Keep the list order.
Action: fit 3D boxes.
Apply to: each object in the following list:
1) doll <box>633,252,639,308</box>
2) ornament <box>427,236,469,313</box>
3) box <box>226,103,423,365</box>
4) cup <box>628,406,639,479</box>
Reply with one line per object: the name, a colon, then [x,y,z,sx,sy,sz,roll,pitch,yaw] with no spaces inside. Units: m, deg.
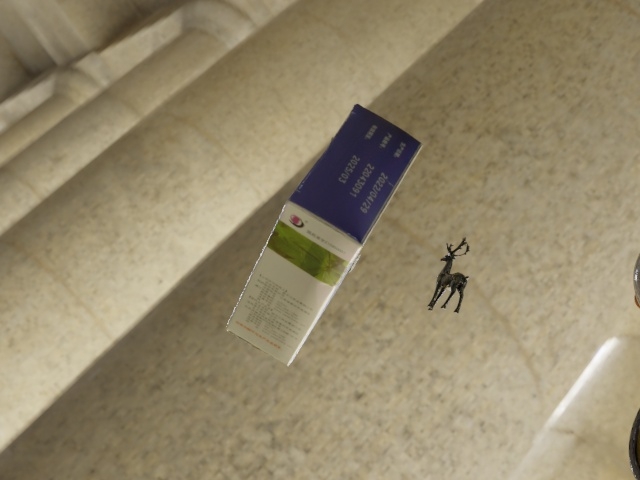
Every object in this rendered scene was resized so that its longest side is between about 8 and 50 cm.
doll: [0.616,0.060,1.660,0.251,0.221,0.221,-28,-72,28]
ornament: [0.202,0.051,1.573,0.028,0.125,0.073,33,-19,-28]
box: [0.000,0.000,1.335,0.106,0.200,0.299,31,-40,3]
cup: [0.387,0.223,0.757,0.256,0.178,0.255,48,6,-18]
